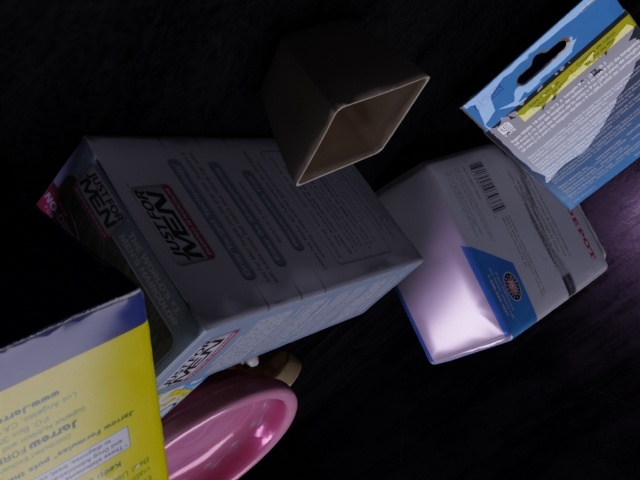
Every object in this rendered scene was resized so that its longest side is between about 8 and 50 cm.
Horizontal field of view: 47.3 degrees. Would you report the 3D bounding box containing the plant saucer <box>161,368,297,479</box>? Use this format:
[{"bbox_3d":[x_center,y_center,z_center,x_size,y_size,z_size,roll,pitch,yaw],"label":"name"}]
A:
[{"bbox_3d":[-0.189,0.299,1.066,0.332,0.084,0.332,-31,153,-18],"label":"plant saucer"}]

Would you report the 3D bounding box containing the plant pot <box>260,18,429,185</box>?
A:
[{"bbox_3d":[0.010,-0.131,0.645,0.109,0.096,0.109,-25,162,-33],"label":"plant pot"}]

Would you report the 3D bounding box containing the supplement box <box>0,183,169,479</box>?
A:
[{"bbox_3d":[-0.241,0.174,0.536,0.195,0.194,0.357,-25,130,-36],"label":"supplement box"}]

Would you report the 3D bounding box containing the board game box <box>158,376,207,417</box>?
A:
[{"bbox_3d":[-0.213,0.121,0.821,0.275,0.142,0.144,-42,164,22],"label":"board game box"}]

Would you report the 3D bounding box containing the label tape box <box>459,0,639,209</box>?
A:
[{"bbox_3d":[0.366,-0.218,1.076,0.240,0.106,0.333,-41,132,20],"label":"label tape box"}]

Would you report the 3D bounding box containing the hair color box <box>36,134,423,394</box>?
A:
[{"bbox_3d":[-0.065,0.003,0.712,0.113,0.185,0.374,-44,163,28],"label":"hair color box"}]

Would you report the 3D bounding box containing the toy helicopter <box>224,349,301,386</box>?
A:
[{"bbox_3d":[-0.147,0.263,1.360,0.355,0.140,0.235,-27,-158,45],"label":"toy helicopter"}]

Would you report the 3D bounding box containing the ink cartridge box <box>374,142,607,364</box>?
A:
[{"bbox_3d":[0.286,-0.004,1.228,0.394,0.286,0.166,-19,172,-47],"label":"ink cartridge box"}]
